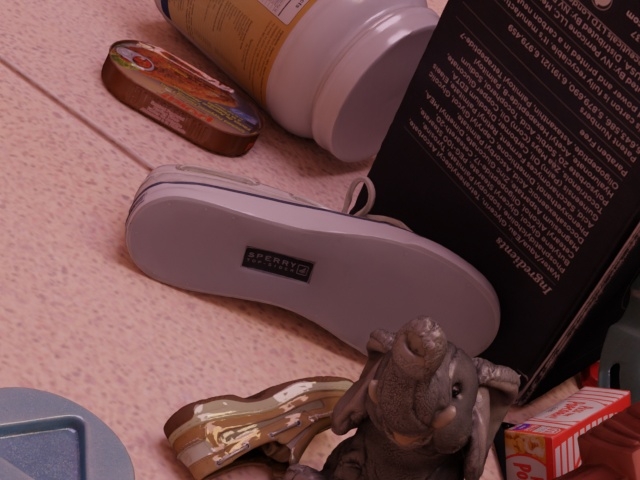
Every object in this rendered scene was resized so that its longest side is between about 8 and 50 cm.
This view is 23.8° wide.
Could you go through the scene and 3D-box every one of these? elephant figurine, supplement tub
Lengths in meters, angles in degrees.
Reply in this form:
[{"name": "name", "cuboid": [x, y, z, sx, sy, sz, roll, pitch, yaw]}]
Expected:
[{"name": "elephant figurine", "cuboid": [0.079, 0.140, 1.179, 0.169, 0.239, 0.186, 8, 21, -25]}, {"name": "supplement tub", "cuboid": [-0.020, -0.260, 1.750, 0.316, 0.228, 0.228, 44, 32, 23]}]

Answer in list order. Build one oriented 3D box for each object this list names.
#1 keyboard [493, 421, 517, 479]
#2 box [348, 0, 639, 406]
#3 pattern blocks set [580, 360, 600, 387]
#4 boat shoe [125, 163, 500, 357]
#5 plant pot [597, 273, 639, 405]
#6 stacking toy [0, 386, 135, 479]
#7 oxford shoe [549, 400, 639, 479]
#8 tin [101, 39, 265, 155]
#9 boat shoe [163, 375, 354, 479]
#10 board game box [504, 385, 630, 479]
[{"name": "keyboard", "cuboid": [0.220, 0.232, 1.392, 0.100, 0.038, 0.192, 18, 32, -21]}, {"name": "box", "cuboid": [0.346, -0.151, 1.526, 0.480, 0.472, 0.297, -24, 61, -37]}, {"name": "pattern blocks set", "cuboid": [0.290, 0.067, 1.716, 0.285, 0.026, 0.325, 40, 32, 9]}, {"name": "boat shoe", "cuboid": [-0.004, 0.007, 1.465, 0.367, 0.136, 0.156, 14, 28, -8]}, {"name": "plant pot", "cuboid": [0.450, 0.151, 1.350, 0.334, 0.341, 0.341, 30, 26, -27]}, {"name": "stacking toy", "cuboid": [-0.287, 0.118, 1.010, 0.309, 0.130, 0.279, 43, 31, 22]}, {"name": "oxford shoe", "cuboid": [0.165, 0.246, 1.064, 0.146, 0.397, 0.140, 60, -2, -5]}, {"name": "tin", "cuboid": [-0.152, -0.156, 1.665, 0.189, 0.040, 0.106, 30, 25, 0]}, {"name": "boat shoe", "cuboid": [-0.038, 0.163, 1.250, 0.190, 0.068, 0.072, -9, 59, -36]}, {"name": "board game box", "cuboid": [0.205, 0.230, 1.235, 0.045, 0.193, 0.147, 3, 12, 36]}]
